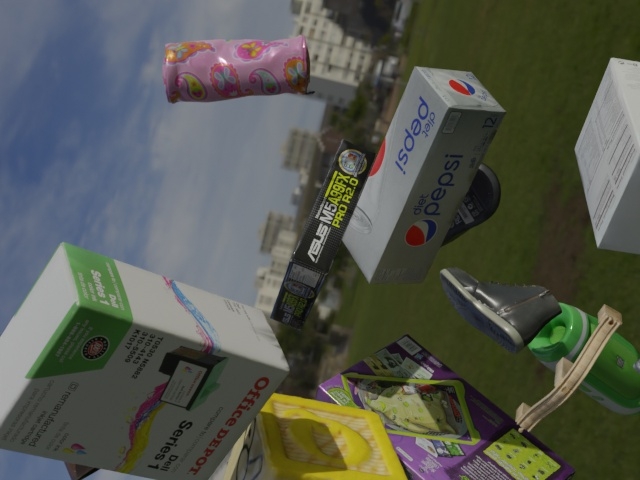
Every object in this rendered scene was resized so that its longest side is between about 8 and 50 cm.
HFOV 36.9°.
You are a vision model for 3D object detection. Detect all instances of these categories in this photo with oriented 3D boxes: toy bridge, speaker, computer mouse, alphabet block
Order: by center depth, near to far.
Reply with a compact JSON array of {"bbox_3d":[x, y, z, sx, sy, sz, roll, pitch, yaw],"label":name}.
[{"bbox_3d":[0.291,0.162,1.139,0.188,0.026,0.063,-57,-2,23],"label":"toy bridge"},{"bbox_3d":[-0.019,0.339,1.257,0.192,0.193,0.197,-117,43,-64],"label":"alphabet block"},{"bbox_3d":[0.222,-0.067,1.747,0.272,0.188,0.072,-29,-2,40],"label":"computer mouse"},{"bbox_3d":[0.532,0.233,1.860,0.131,0.296,0.131,-36,35,31],"label":"speaker"}]

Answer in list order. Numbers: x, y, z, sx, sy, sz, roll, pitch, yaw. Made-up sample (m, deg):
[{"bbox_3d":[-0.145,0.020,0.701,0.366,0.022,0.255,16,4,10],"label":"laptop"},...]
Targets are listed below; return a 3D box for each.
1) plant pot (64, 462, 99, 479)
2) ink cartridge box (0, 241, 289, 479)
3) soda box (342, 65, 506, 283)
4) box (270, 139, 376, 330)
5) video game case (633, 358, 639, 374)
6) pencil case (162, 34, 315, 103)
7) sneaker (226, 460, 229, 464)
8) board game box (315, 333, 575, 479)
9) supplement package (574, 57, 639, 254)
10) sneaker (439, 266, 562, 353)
[{"bbox_3d":[-0.443,0.315,1.870,0.215,0.230,0.215,-32,-6,-4],"label":"plant pot"},{"bbox_3d":[-0.205,0.148,1.071,0.201,0.278,0.117,-54,39,17],"label":"ink cartridge box"},{"bbox_3d":[0.127,-0.078,1.248,0.098,0.091,0.286,61,140,42],"label":"soda box"},{"bbox_3d":[0.000,0.000,1.498,0.270,0.060,0.216,113,180,-66],"label":"box"},{"bbox_3d":[0.709,0.196,1.652,0.285,0.204,0.025,-40,-15,-13],"label":"video game case"},{"bbox_3d":[-0.157,-0.324,1.827,0.124,0.284,0.124,175,90,-84],"label":"pencil case"},{"bbox_3d":[-0.036,0.476,1.801,0.169,0.257,0.447,-43,-28,-34],"label":"sneaker"},{"bbox_3d":[0.182,0.294,1.443,0.208,0.347,0.056,-21,-42,-41],"label":"board game box"},{"bbox_3d":[0.549,-0.129,1.543,0.262,0.199,0.198,-85,5,-48],"label":"supplement package"},{"bbox_3d":[0.319,0.102,1.718,0.118,0.222,0.083,-33,-40,-16],"label":"sneaker"}]
